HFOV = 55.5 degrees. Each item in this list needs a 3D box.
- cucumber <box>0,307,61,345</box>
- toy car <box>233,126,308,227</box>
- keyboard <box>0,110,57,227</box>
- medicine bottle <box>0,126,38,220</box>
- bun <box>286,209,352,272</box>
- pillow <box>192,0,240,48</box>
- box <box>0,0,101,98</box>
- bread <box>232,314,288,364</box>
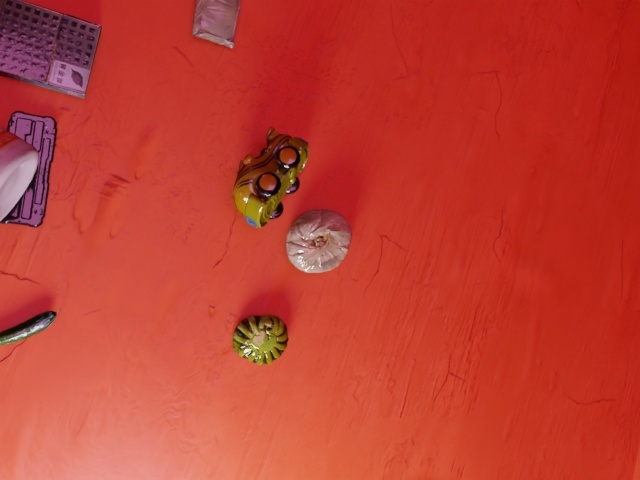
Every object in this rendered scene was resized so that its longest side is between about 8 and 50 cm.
[{"bbox_3d":[-0.655,0.198,1.352,0.168,0.039,0.039,-24,94,-18],"label":"cucumber"},{"bbox_3d":[-0.136,-0.162,1.513,0.142,0.200,0.247,31,72,7],"label":"toy car"},{"bbox_3d":[-0.669,-0.163,1.390,0.106,0.016,0.262,7,83,-20],"label":"keyboard"},{"bbox_3d":[-0.797,-0.199,1.237,0.372,0.211,0.211,32,75,-11],"label":"medicine bottle"},{"bbox_3d":[0.000,0.000,1.581,0.188,0.111,0.163,-16,94,-25],"label":"bun"},{"bbox_3d":[-0.263,-0.608,1.566,0.119,0.053,0.208,11,81,-24],"label":"pillow"},{"bbox_3d":[-0.688,-0.459,1.395,0.325,0.047,0.180,13,81,-19],"label":"box"},{"bbox_3d":[-0.147,0.246,1.525,0.139,0.071,0.129,21,82,-18],"label":"bread"}]
